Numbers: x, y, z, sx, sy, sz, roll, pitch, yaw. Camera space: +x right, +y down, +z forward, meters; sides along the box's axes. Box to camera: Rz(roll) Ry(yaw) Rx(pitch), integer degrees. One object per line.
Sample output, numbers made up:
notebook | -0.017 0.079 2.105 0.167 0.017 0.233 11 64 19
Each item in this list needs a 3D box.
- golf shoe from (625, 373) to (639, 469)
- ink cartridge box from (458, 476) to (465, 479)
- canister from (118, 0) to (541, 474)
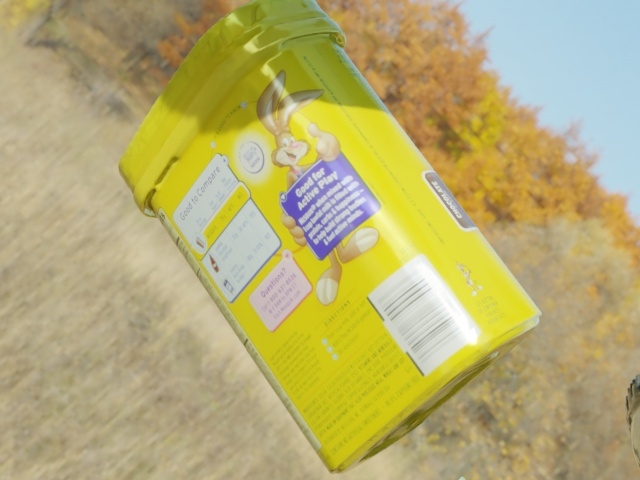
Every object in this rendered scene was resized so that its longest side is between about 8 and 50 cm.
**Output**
golf shoe | 0.182 0.101 0.400 0.105 0.120 0.273 14 -10 -12
ink cartridge box | 0.193 0.298 0.984 0.235 0.056 0.171 52 18 12
canister | 0.000 0.000 0.499 0.073 0.126 0.170 -20 69 -46
